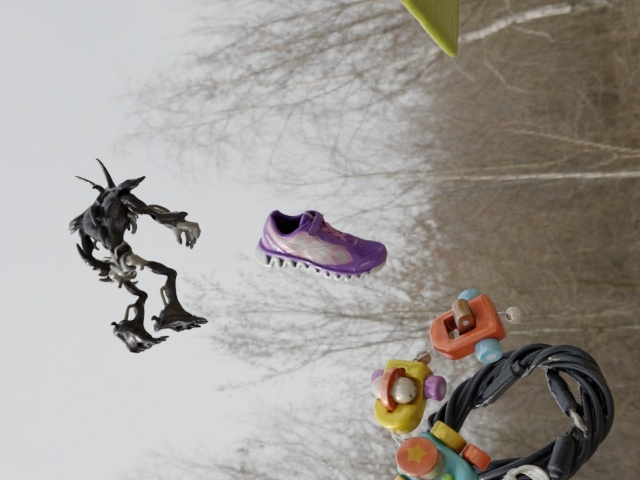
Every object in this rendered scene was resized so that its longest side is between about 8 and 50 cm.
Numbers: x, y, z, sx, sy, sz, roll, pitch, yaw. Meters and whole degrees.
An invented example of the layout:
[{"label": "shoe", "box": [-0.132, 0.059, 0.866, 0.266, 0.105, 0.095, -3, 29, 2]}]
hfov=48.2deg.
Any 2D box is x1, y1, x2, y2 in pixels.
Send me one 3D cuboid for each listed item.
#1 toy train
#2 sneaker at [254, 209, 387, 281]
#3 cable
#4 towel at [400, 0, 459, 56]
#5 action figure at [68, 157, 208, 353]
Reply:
[{"label": "toy train", "box": [0.090, 0.108, 0.497, 0.046, 0.125, 0.166, 46, -152, -42]}, {"label": "sneaker", "box": [0.000, 0.000, 1.246, 0.095, 0.236, 0.105, -70, -14, -58]}, {"label": "cable", "box": [0.162, 0.153, 0.627, 0.047, 0.184, 0.151, 39, -112, -21]}, {"label": "towel", "box": [0.064, -0.219, 0.529, 0.237, 0.021, 0.102, 9, -97, -64]}, {"label": "action figure", "box": [-0.267, 0.019, 1.039, 0.141, 0.164, 0.276, 19, -135, -64]}]
